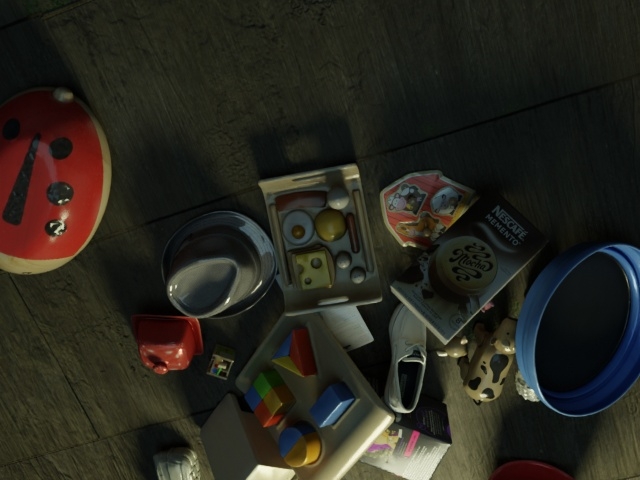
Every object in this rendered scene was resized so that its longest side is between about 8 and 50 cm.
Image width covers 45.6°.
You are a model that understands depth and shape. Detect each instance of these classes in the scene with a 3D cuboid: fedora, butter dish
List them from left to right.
[{"bbox_3d":[-0.362,0.254,1.768,0.160,0.118,0.160,3,137,2],"label":"butter dish"},{"bbox_3d":[-0.240,0.075,1.697,0.275,0.124,0.243,-28,104,16],"label":"fedora"}]

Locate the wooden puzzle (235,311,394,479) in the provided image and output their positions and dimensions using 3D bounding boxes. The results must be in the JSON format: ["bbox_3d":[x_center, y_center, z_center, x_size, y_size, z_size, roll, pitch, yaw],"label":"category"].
[{"bbox_3d":[-0.039,0.362,1.721,0.348,0.080,0.322,49,122,23],"label":"wooden puzzle"}]

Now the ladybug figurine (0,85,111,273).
[{"bbox_3d":[-0.615,-0.115,1.625,0.305,0.162,0.449,19,111,-5],"label":"ladybug figurine"}]

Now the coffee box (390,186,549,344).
[{"bbox_3d":[0.310,0.055,1.606,0.297,0.119,0.168,-45,78,-3],"label":"coffee box"}]

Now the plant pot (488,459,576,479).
[{"bbox_3d":[0.516,0.725,1.875,0.275,0.275,0.243,6,123,0],"label":"plant pot"}]

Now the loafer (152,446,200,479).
[{"bbox_3d":[-0.361,0.678,1.963,0.111,0.112,0.319,-3,104,9],"label":"loafer"}]

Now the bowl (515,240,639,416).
[{"bbox_3d":[0.583,0.187,1.656,0.391,0.077,0.391,-8,107,-27],"label":"bowl"}]

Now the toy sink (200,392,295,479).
[{"bbox_3d":[-0.177,0.513,1.859,0.131,0.234,0.153,22,113,-38],"label":"toy sink"}]

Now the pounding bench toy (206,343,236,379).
[{"bbox_3d":[-0.240,0.300,1.816,0.052,0.083,0.065,20,110,-6],"label":"pounding bench toy"}]

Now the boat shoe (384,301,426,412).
[{"bbox_3d":[0.206,0.263,1.733,0.095,0.084,0.258,6,82,-17],"label":"boat shoe"}]

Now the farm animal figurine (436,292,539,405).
[{"bbox_3d":[0.375,0.229,1.718,0.330,0.172,0.326,0,112,2],"label":"farm animal figurine"}]

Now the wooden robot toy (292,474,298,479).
[{"bbox_3d":[-0.037,0.673,1.959,0.076,0.079,0.173,-21,109,10],"label":"wooden robot toy"}]

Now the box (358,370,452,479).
[{"bbox_3d":[0.156,0.440,1.813,0.270,0.165,0.143,23,113,-6],"label":"box"}]

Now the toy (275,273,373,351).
[{"bbox_3d":[0.012,0.150,1.764,0.137,0.056,0.237,-26,103,16],"label":"toy"}]

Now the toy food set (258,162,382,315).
[{"bbox_3d":[0.000,0.000,1.656,0.220,0.092,0.306,-10,95,6],"label":"toy food set"}]

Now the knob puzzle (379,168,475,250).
[{"bbox_3d":[0.221,-0.068,1.683,0.213,0.030,0.213,1,112,2],"label":"knob puzzle"}]
